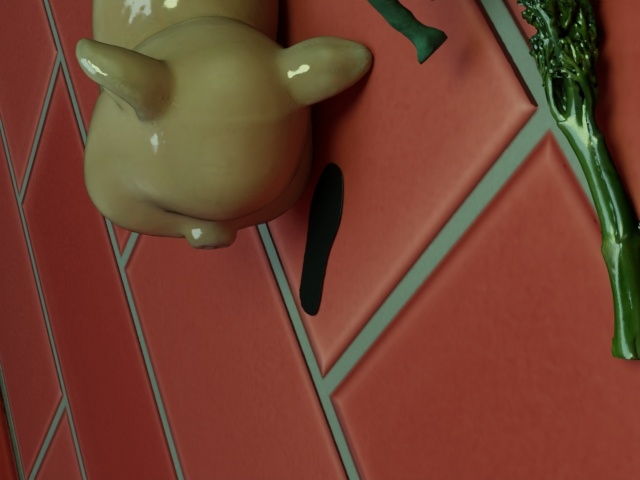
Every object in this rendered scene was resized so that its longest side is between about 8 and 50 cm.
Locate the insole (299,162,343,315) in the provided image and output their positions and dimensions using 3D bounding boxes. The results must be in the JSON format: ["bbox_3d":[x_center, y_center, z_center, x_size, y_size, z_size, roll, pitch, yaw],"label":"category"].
[{"bbox_3d":[0.000,0.000,0.963,0.053,0.002,0.152,42,129,51],"label":"insole"}]

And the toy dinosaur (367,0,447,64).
[{"bbox_3d":[-0.021,-0.274,0.633,0.331,0.129,0.383,41,172,6],"label":"toy dinosaur"}]

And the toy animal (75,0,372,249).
[{"bbox_3d":[-0.109,-0.153,0.951,0.269,0.237,0.326,162,104,-71],"label":"toy animal"}]

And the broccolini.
[{"bbox_3d":[0.163,-0.046,0.635,0.054,0.051,0.239,-16,86,54],"label":"broccolini"}]
